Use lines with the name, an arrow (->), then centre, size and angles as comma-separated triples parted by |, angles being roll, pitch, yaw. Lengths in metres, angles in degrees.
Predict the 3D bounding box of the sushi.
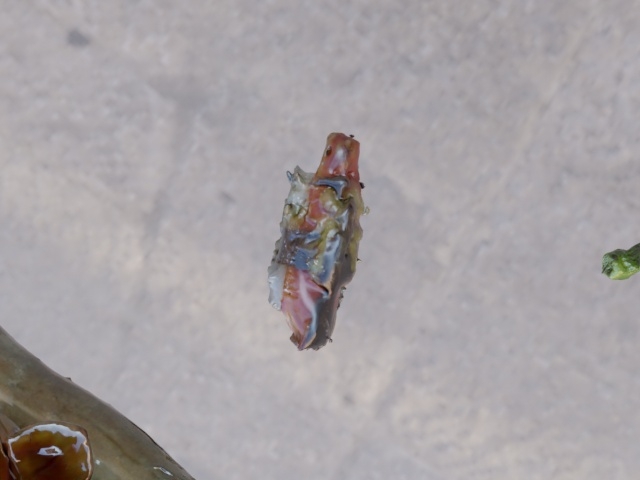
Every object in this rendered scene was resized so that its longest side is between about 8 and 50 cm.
sushi -> -0.003, -0.001, 1.791 | 0.103, 0.097, 0.226 | 17, 98, 22

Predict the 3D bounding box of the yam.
yam -> -0.149, 0.142, 1.148 | 0.317, 0.067, 0.071 | 38, -174, 6

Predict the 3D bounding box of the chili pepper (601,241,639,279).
chili pepper -> 0.296, 0.014, 1.609 | 0.034, 0.091, 0.030 | 97, 152, -70

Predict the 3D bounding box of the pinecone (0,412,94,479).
pinecone -> -0.204, 0.210, 0.982 | 0.229, 0.201, 0.202 | 43, 130, -14
